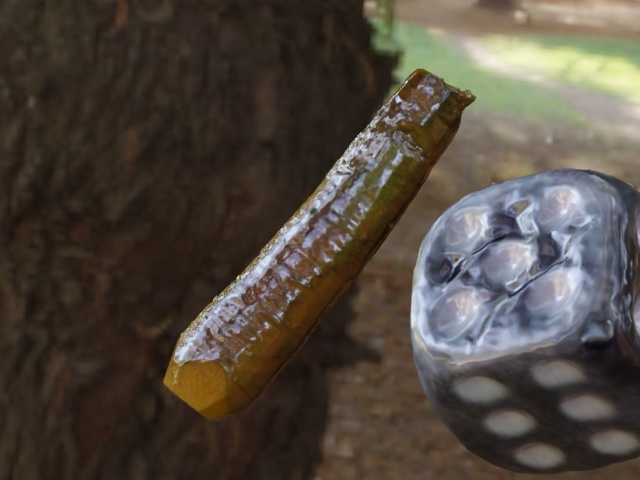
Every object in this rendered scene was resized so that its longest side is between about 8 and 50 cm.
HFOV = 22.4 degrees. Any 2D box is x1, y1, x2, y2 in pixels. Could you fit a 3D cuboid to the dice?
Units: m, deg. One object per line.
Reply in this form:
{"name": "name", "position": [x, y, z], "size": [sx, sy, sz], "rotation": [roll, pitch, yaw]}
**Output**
{"name": "dice", "position": [0.184, 0.064, 1.262], "size": [0.181, 0.183, 0.182], "rotation": [-15, -42, 30]}

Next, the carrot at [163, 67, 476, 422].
{"name": "carrot", "position": [0.000, 0.000, 0.653], "size": [0.042, 0.170, 0.042], "rotation": [38, -1, 1]}
